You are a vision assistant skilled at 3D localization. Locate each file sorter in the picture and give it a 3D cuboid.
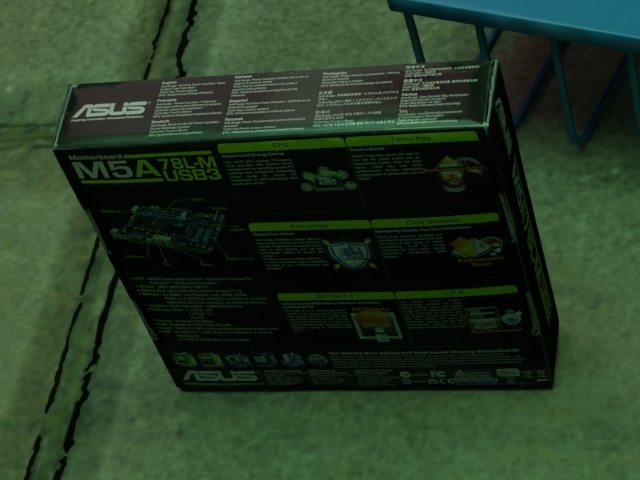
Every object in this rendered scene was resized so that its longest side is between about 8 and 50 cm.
[{"bbox_3d":[0.141,-0.113,0.944,0.170,0.104,0.118,14,55,27],"label":"file sorter"}]

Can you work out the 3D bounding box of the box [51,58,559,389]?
[{"bbox_3d":[0.000,0.000,0.836,0.190,0.184,0.045,-2,49,17],"label":"box"}]
